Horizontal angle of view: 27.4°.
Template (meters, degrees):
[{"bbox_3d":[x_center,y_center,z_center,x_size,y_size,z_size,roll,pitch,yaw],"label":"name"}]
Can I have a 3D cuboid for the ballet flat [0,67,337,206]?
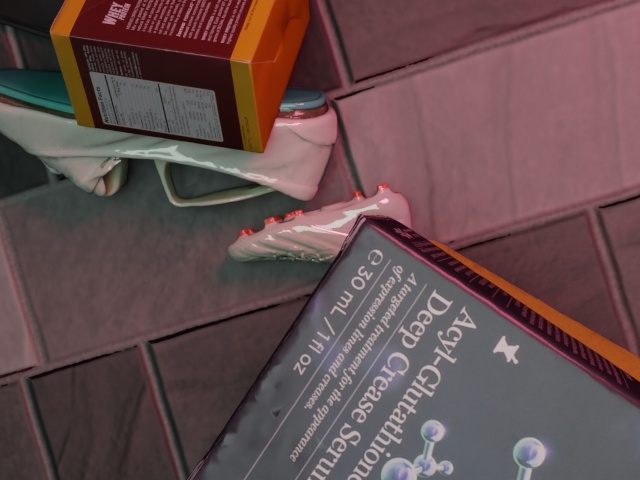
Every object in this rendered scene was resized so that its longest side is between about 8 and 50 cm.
[{"bbox_3d":[-0.182,-0.100,1.367,0.400,0.139,0.139,5,92,9],"label":"ballet flat"}]

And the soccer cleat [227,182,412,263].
[{"bbox_3d":[0.000,0.000,1.358,0.196,0.068,0.076,-16,91,8],"label":"soccer cleat"}]

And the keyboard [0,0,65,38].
[{"bbox_3d":[-0.237,-0.306,1.411,0.317,0.033,0.201,18,101,9],"label":"keyboard"}]

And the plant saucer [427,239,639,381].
[{"bbox_3d":[0.160,0.218,1.327,0.333,0.081,0.332,30,96,8],"label":"plant saucer"}]

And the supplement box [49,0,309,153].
[{"bbox_3d":[-0.129,-0.209,1.271,0.194,0.129,0.191,9,55,10],"label":"supplement box"}]

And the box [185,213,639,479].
[{"bbox_3d":[0.132,0.203,1.184,0.395,0.212,0.293,33,96,7],"label":"box"}]
